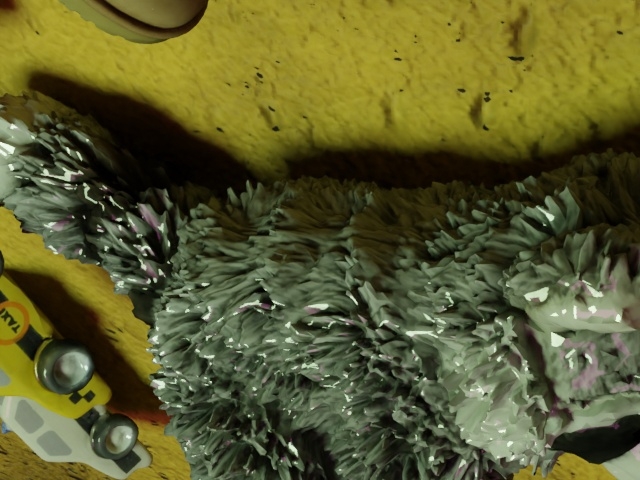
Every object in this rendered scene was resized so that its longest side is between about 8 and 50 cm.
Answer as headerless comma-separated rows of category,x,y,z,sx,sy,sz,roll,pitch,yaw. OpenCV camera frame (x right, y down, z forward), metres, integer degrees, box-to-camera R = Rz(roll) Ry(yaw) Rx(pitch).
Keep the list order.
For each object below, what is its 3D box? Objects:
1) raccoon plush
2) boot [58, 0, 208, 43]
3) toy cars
raccoon plush,0.000,0.000,0.705,0.446,0.216,0.299,28,137,1
boot,-0.044,-0.203,0.564,0.269,0.089,0.236,-11,129,41
toy cars,-0.218,0.086,0.961,0.176,0.087,0.394,42,166,14
